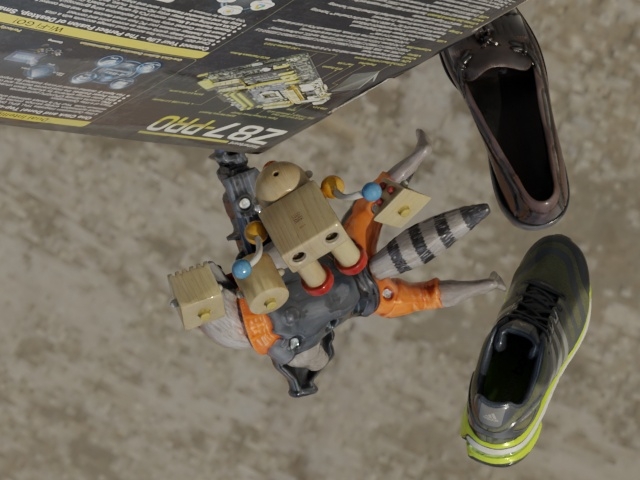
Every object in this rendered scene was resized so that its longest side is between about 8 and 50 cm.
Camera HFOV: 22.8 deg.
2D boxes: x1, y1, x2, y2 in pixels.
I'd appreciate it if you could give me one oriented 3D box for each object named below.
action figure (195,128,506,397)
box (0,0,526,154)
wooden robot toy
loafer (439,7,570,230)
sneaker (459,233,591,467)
[{"bbox_3d":[0.000,0.000,1.708,0.341,0.330,0.178,65,170,-15],"label":"action figure"},{"bbox_3d":[-0.070,-0.155,0.798,0.318,0.097,0.395,-30,158,38],"label":"box"},{"bbox_3d":[-0.021,-0.011,1.002,0.173,0.079,0.076,-30,148,2],"label":"wooden robot toy"},{"bbox_3d":[0.202,-0.161,1.711,0.109,0.302,0.095,-18,172,0],"label":"loafer"},{"bbox_3d":[0.246,0.112,1.844,0.111,0.300,0.121,15,151,13],"label":"sneaker"}]
